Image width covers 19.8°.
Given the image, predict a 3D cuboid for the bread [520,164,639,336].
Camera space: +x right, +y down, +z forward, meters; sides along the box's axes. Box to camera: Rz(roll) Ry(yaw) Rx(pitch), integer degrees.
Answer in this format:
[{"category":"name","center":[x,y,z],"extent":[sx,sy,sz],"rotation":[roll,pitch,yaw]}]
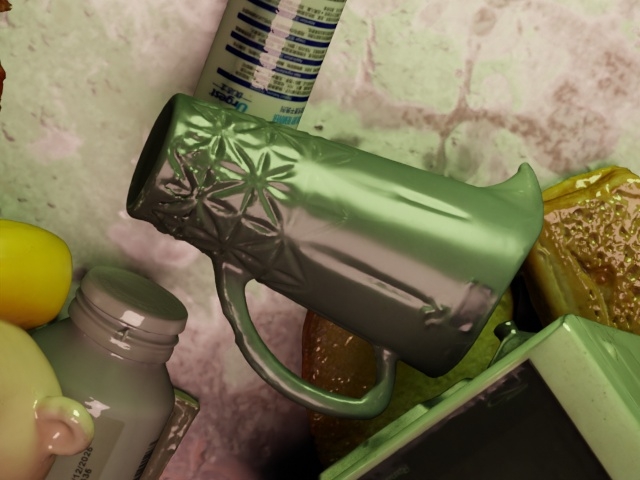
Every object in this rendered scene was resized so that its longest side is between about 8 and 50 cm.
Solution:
[{"category":"bread","center":[0.253,0.074,1.597],"extent":[0.139,0.077,0.271],"rotation":[-21,109,2]}]

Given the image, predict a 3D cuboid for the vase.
[{"category":"vase","center":[0.000,0.000,1.426],"extent":[0.301,0.156,0.251],"rotation":[23,80,-14]}]

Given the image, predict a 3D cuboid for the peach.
[{"category":"peach","center":[0.066,0.081,1.587],"extent":[0.189,0.068,0.279],"rotation":[23,103,-21]}]

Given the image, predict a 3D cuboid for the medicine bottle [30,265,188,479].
[{"category":"medicine bottle","center":[-0.194,0.135,1.517],"extent":[0.135,0.135,0.215],"rotation":[23,104,-13]}]

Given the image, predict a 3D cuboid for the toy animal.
[{"category":"toy animal","center":[-0.345,0.139,1.397],"extent":[0.345,0.277,0.247],"rotation":[-22,83,34]}]

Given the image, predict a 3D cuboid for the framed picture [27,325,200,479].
[{"category":"framed picture","center":[-0.279,0.224,1.622],"extent":[0.232,0.024,0.315],"rotation":[26,103,-12]}]

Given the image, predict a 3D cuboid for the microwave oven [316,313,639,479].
[{"category":"microwave oven","center":[0.124,0.251,1.445],"extent":[0.394,0.333,0.247],"rotation":[-37,71,15]}]

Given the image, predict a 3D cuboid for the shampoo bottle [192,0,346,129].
[{"category":"shampoo bottle","center":[-0.047,-0.140,1.487],"extent":[0.092,0.092,0.303],"rotation":[18,107,-11]}]

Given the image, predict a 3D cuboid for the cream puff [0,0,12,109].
[{"category":"cream puff","center":[-0.390,-0.142,1.378],"extent":[0.350,0.228,0.350],"rotation":[0,90,10]}]
